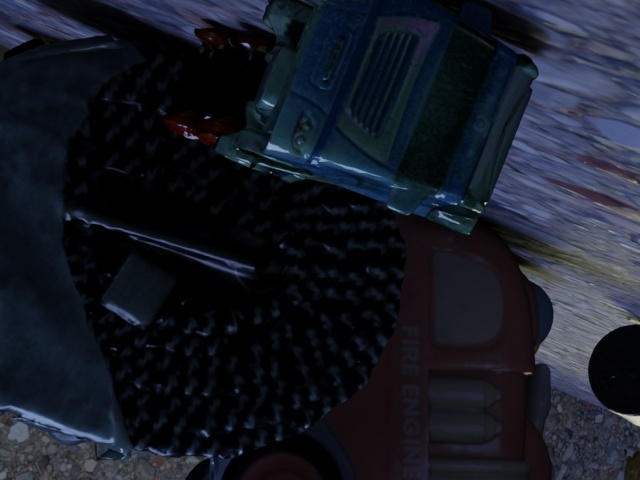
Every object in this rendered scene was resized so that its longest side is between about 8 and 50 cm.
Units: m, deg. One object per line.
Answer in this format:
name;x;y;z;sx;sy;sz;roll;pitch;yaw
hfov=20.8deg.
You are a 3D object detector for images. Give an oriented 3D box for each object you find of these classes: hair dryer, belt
hair dryer;0.317;0.120;1.288;0.219;0.072;0.124;11;172;33
belt;-0.092;0.006;0.891;0.257;0.207;0.150;16;176;-10

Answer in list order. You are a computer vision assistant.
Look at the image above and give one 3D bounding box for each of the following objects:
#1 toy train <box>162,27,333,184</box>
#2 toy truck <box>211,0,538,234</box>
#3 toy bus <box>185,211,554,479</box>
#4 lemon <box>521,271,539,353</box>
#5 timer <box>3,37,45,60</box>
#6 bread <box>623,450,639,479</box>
toy train;-0.008;-0.052;0.731;0.087;0.050;0.138;20;178;-30
toy truck;0.014;-0.041;0.571;0.081;0.067;0.175;22;177;-7
toy bus;0.034;0.095;1.086;0.232;0.288;0.194;4;169;-9
lemon;0.102;0.060;1.251;0.114;0.114;0.155;21;178;32
timer;-0.137;-0.034;1.098;0.187;0.055;0.144;55;168;42
bread;0.358;0.269;1.207;0.315;0.248;0.279;35;155;-20
